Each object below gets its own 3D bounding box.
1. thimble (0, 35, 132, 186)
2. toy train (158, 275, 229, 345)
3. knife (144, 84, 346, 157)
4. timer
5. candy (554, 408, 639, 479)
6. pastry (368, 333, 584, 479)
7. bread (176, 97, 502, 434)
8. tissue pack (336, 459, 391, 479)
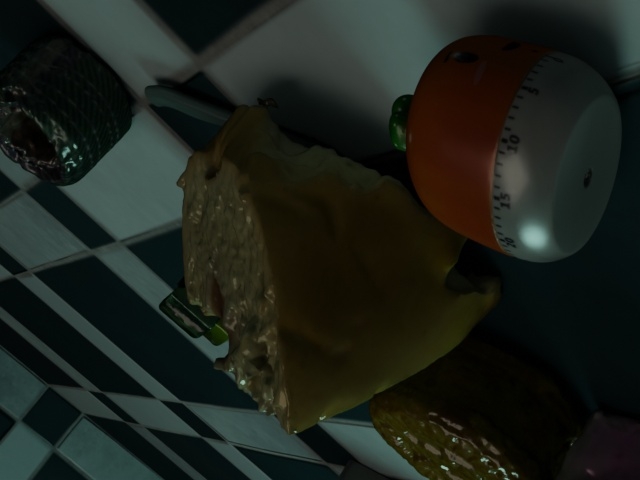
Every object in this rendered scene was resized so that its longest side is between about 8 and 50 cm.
[{"bbox_3d":[-0.243,-0.116,0.839,0.118,0.090,0.135,40,153,-13],"label":"thimble"},{"bbox_3d":[-0.039,0.074,0.854,0.200,0.132,0.083,41,156,-5],"label":"toy train"},{"bbox_3d":[-0.058,-0.089,0.729,0.210,0.015,0.028,23,148,25],"label":"knife"},{"bbox_3d":[0.093,-0.055,0.498,0.136,0.099,0.136,37,150,26],"label":"timer"},{"bbox_3d":[0.284,0.279,0.761,0.115,0.155,0.265,11,145,49],"label":"candy"},{"bbox_3d":[0.138,0.165,0.814,0.188,0.103,0.189,30,156,15],"label":"pastry"},{"bbox_3d":[0.008,-0.008,0.690,0.183,0.224,0.211,13,112,53],"label":"bread"},{"bbox_3d":[0.119,0.450,1.310,0.246,0.136,0.159,22,152,30],"label":"tissue pack"}]
